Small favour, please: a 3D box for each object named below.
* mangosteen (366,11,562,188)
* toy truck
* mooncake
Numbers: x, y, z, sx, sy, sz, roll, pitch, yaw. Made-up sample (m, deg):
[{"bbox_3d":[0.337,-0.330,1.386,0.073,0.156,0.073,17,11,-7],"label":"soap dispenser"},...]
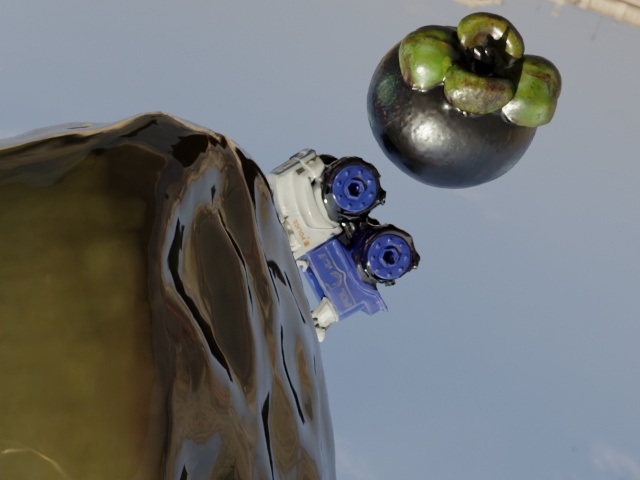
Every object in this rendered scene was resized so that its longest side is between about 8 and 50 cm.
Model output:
[{"bbox_3d":[0.172,-0.173,1.261,0.242,0.243,0.243,14,-154,-7],"label":"mangosteen"},{"bbox_3d":[0.000,0.000,1.250,0.177,0.213,0.161,-30,-168,-10],"label":"toy truck"},{"bbox_3d":[-0.083,0.089,0.445,0.155,0.285,0.284,-8,-157,12],"label":"mooncake"}]
